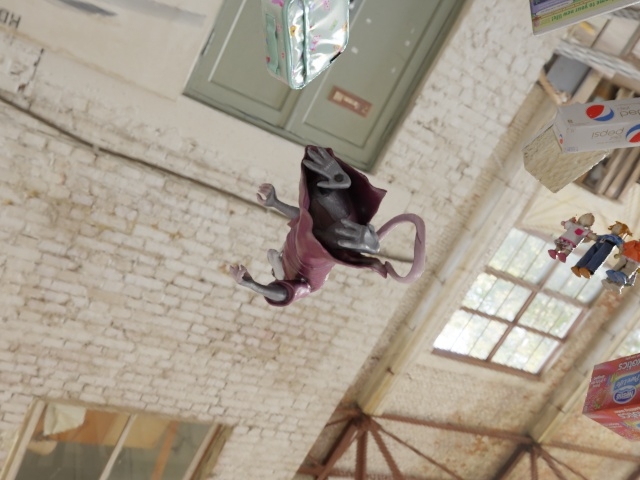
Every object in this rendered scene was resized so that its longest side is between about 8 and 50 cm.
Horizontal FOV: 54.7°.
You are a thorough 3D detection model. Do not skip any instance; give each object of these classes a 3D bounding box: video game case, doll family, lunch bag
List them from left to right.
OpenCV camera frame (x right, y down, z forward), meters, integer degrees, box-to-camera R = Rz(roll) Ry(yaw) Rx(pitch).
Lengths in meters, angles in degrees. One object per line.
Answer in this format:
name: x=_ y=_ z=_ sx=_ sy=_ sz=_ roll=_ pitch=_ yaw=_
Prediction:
lunch bag: x=-0.035 y=-0.490 z=1.408 sx=0.108 sy=0.224 sz=0.279 roll=32 pitch=154 yaw=21
video game case: x=0.453 y=-0.482 z=1.076 sx=0.023 sy=0.193 sz=0.212 roll=-13 pitch=-174 yaw=-34
doll family: x=0.656 y=0.025 z=1.389 sx=0.118 sy=0.163 sz=0.263 roll=50 pitch=170 yaw=-29

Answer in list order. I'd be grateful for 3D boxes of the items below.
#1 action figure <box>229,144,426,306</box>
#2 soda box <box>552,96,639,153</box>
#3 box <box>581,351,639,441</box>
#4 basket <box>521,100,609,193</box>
action figure: x=0.000 y=0.000 z=1.087 sx=0.276 sy=0.370 sz=0.248 roll=17 pitch=-121 yaw=-7
soda box: x=0.579 y=-0.229 z=1.221 sx=0.216 sy=0.069 sz=0.074 roll=-5 pitch=-131 yaw=2
box: x=0.650 y=0.299 z=1.198 sx=0.128 sy=0.122 sz=0.257 roll=30 pitch=153 yaw=-4
basket: x=0.544 y=-0.202 z=1.376 sx=0.113 sy=0.167 sz=0.103 roll=37 pitch=-140 yaw=-10
